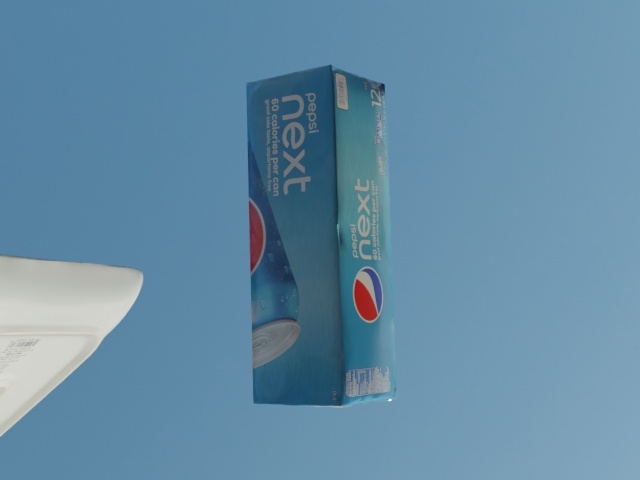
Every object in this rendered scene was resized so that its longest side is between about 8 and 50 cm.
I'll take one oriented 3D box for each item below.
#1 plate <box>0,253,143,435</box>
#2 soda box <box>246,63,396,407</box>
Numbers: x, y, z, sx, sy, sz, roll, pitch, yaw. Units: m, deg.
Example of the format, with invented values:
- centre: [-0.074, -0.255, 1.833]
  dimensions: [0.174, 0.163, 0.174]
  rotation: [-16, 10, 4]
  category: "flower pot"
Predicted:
- centre: [-0.288, 0.115, 0.766]
  dimensions: [0.278, 0.277, 0.045]
  rotation: [-41, -107, 13]
  category: "plate"
- centre: [0.000, 0.000, 0.651]
  dimensions: [0.067, 0.071, 0.210]
  rotation: [6, -99, -55]
  category: "soda box"
